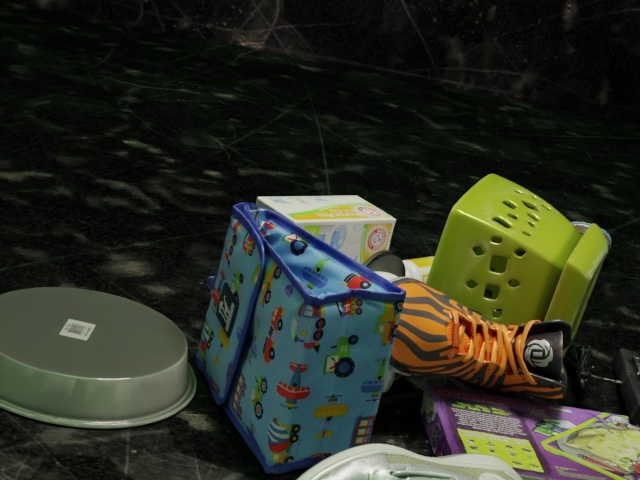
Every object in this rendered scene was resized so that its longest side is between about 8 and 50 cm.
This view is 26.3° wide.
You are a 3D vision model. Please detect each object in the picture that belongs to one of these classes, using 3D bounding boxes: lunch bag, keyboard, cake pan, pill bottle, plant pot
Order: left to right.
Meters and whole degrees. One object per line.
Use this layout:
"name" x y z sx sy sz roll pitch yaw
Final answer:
"cake pan" -0.289 0.130 1.633 0.293 0.054 0.293 11 19 -4
"lunch bag" -0.051 0.101 1.609 0.138 0.221 0.293 0 23 -33
"pill bottle" 0.145 0.060 2.092 0.116 0.065 0.065 -6 26 -44
"plant pot" 0.274 0.062 1.935 0.207 0.228 0.227 22 23 14
"keyboard" 0.436 0.194 1.883 0.202 0.033 0.317 12 9 5

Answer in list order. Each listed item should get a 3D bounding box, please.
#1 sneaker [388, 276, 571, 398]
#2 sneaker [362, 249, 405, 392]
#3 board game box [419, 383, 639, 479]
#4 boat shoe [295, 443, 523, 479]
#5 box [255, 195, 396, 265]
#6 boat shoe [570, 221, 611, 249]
"sneaker" 0.204 0.119 1.687 0.180 0.124 0.321 -2 -14 38
"sneaker" 0.082 0.120 1.831 0.146 0.122 0.330 27 26 7
"board game box" 0.305 0.262 1.655 0.347 0.056 0.208 10 23 -9
"boat shoe" 0.100 0.278 1.374 0.320 0.118 0.103 7 14 -36
"box" 0.000 0.000 2.096 0.203 0.114 0.103 -2 24 -39
"boat shoe" 0.427 0.005 2.447 0.183 0.066 0.066 5 23 9
